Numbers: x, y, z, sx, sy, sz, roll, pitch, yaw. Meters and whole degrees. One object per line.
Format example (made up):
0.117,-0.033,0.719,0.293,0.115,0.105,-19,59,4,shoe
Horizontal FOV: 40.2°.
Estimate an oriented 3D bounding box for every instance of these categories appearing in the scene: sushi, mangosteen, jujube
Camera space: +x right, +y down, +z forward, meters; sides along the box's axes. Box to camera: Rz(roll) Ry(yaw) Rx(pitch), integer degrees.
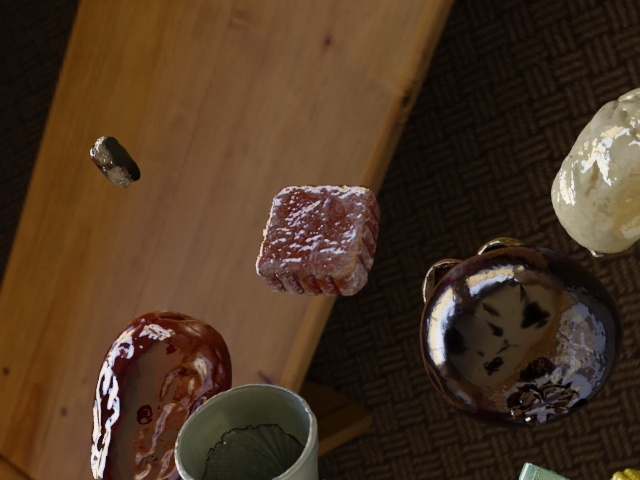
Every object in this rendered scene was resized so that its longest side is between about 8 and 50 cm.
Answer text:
-0.304,-0.109,1.267,0.046,0.044,0.083,-18,123,26,sushi
0.375,0.155,1.711,0.382,0.382,0.435,-41,36,25,mangosteen
-0.268,0.274,1.441,0.223,0.223,0.317,19,95,25,jujube

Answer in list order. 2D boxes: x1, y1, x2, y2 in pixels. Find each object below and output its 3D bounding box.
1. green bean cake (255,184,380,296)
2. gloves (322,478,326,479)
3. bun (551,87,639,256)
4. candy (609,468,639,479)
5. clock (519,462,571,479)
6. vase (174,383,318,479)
0.000,0.000,1.042,0.136,0.056,0.135,2,57,22,green bean cake
-0.008,0.483,1.622,0.026,0.086,0.064,40,149,-7,gloves
0.398,-0.102,1.072,0.259,0.259,0.160,-43,77,25,bun
0.638,0.524,1.686,0.106,0.199,0.094,18,98,-11,candy
0.410,0.435,1.563,0.101,0.135,0.041,19,78,20,clock
-0.031,0.216,0.632,0.096,0.096,0.219,8,129,27,vase
